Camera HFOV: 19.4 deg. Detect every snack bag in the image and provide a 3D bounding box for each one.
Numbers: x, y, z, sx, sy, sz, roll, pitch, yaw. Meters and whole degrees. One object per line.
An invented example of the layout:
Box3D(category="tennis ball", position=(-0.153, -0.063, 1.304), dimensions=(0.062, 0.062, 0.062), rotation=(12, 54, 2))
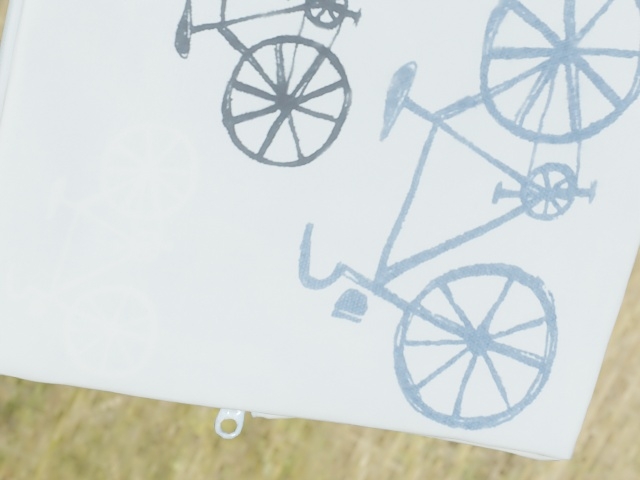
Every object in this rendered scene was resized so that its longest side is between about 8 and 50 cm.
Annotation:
Box3D(category="snack bag", position=(0.005, -0.054, 0.885), dimensions=(0.342, 0.323, 0.037), rotation=(8, 20, -15))
